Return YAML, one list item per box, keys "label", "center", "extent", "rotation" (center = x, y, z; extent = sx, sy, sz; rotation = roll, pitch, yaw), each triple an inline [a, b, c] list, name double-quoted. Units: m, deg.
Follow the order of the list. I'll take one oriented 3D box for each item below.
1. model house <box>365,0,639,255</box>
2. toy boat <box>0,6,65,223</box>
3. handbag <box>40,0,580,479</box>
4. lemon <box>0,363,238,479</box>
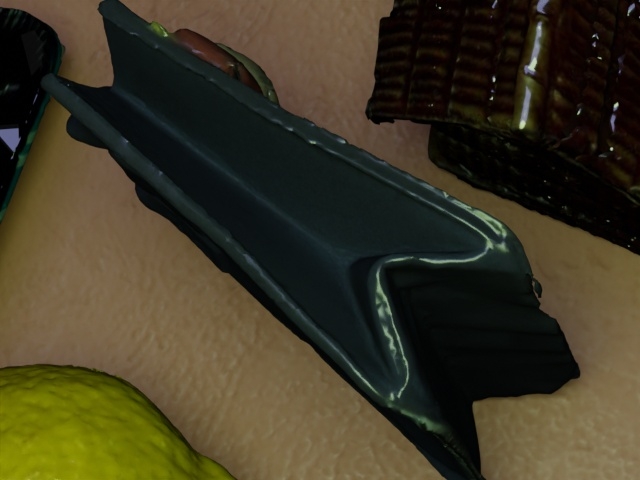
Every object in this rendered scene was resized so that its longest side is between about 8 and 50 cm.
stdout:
- label: "model house"
  center: [0.182, -0.155, 1.095]
  extent: [0.297, 0.282, 0.317]
  rotation: [10, 77, 16]
- label: "toy boat"
  center: [-0.274, -0.024, 1.267]
  extent: [0.134, 0.092, 0.298]
  rotation: [19, 81, 20]
- label: "handbag"
  center: [0.000, 0.000, 1.081]
  extent: [0.329, 0.303, 0.122]
  rotation: [39, 85, 21]
- label: "lemon"
  center: [-0.188, 0.201, 1.100]
  extent: [0.267, 0.267, 0.267]
  rotation: [-4, 73, 12]
